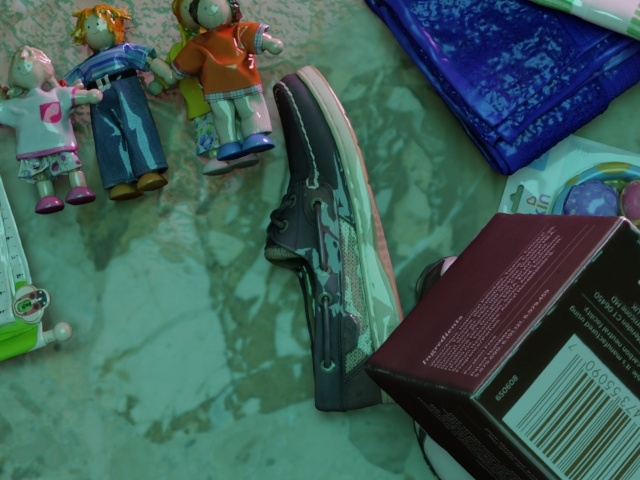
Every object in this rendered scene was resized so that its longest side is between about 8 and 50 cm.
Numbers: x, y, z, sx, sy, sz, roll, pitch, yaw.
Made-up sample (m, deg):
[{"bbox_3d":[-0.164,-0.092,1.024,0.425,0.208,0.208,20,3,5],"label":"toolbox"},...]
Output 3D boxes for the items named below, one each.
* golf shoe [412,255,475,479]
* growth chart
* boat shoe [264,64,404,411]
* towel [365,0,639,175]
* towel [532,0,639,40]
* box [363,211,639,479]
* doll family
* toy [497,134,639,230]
[{"bbox_3d":[0.109,0.108,1.355,0.077,0.094,0.198,-9,79,-3],"label":"golf shoe"},{"bbox_3d":[-0.317,0.004,1.395,0.172,0.021,0.237,-25,82,11],"label":"growth chart"},{"bbox_3d":[0.000,0.000,1.375,0.092,0.103,0.285,-15,84,-8],"label":"boat shoe"},{"bbox_3d":[0.208,-0.226,1.430,0.308,0.076,0.227,-35,77,-9],"label":"towel"},{"bbox_3d":[0.261,-0.284,1.395,0.325,0.038,0.247,23,73,12],"label":"towel"},{"bbox_3d":[0.171,0.094,1.224,0.168,0.203,0.167,45,78,-16],"label":"box"},{"bbox_3d":[-0.142,-0.125,1.411,0.263,0.118,0.163,-15,84,15],"label":"doll family"},{"bbox_3d":[0.265,-0.009,1.399,0.237,0.056,0.136,18,77,4],"label":"toy"}]
